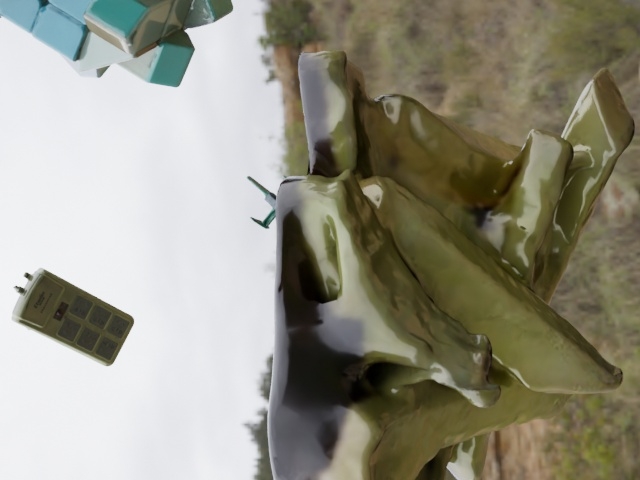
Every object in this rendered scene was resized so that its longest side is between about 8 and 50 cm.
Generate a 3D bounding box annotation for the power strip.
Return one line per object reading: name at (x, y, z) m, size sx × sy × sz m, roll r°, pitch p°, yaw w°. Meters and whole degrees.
power strip at (-0.316, 0.096, 1.290) m, size 0.169 × 0.028 × 0.076 m, roll 34°, pitch -103°, yaw -36°

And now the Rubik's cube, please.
Rubik's cube at (-0.230, -0.287, 1.170) m, size 0.265 × 0.213 × 0.224 m, roll -59°, pitch -3°, yaw 26°

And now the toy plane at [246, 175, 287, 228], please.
toy plane at (0.000, 0.000, 1.027) m, size 0.060 × 0.235 × 0.096 m, roll -55°, pitch -27°, yaw 12°

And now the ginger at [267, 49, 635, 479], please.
ginger at (0.116, 0.039, 0.747) m, size 0.358 × 0.211 × 0.413 m, roll 60°, pitch -146°, yaw -48°
